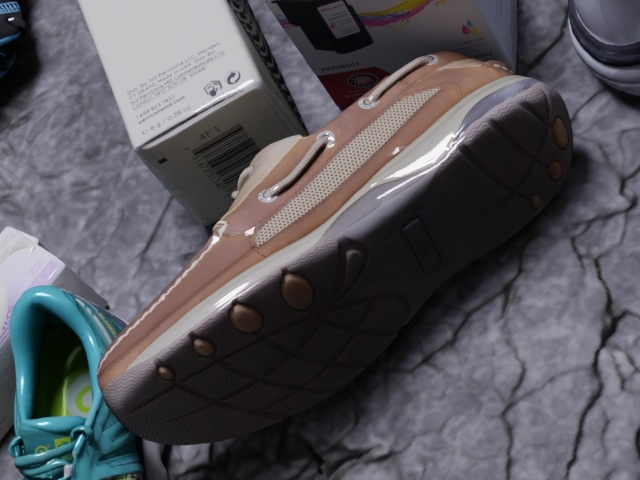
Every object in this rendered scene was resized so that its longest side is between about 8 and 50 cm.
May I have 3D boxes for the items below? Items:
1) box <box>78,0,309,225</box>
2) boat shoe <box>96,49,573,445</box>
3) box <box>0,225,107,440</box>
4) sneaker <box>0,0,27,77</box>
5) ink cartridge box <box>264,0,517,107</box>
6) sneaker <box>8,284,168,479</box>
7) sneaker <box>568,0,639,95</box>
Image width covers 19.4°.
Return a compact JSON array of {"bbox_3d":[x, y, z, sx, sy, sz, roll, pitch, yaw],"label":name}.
[{"bbox_3d":[-0.101,-0.152,1.259,0.094,0.113,0.275,-28,56,7],"label":"box"},{"bbox_3d":[0.000,0.000,1.125,0.324,0.123,0.116,-35,46,-12],"label":"boat shoe"},{"bbox_3d":[-0.266,0.139,1.198,0.063,0.067,0.324,31,79,35],"label":"box"},{"bbox_3d":[-0.265,-0.185,1.371,0.140,0.125,0.340,23,69,4],"label":"sneaker"},{"bbox_3d":[0.036,-0.166,1.162,0.127,0.175,0.072,-9,59,21],"label":"ink cartridge box"},{"bbox_3d":[-0.146,0.152,1.108,0.107,0.110,0.275,-21,57,13],"label":"sneaker"},{"bbox_3d":[0.272,-0.262,1.086,0.366,0.210,0.137,-43,54,-3],"label":"sneaker"}]
